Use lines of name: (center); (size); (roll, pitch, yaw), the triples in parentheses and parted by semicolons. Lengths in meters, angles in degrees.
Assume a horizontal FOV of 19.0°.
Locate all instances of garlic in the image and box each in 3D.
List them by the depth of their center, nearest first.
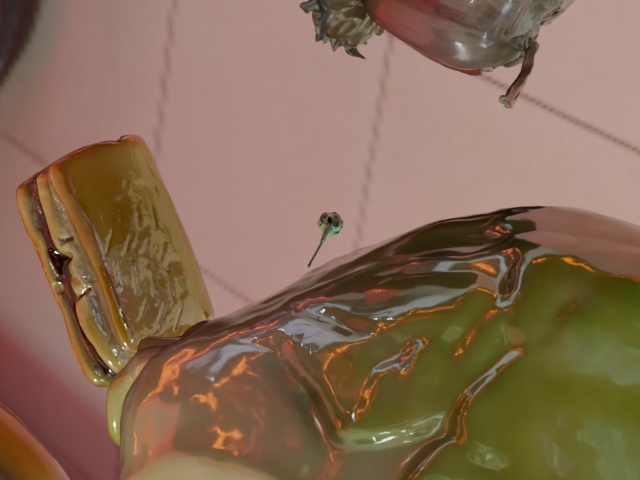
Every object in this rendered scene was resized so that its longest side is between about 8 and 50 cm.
garlic: (0.080, -0.167, 1.346); (0.207, 0.207, 0.256); (-41, 34, 47)

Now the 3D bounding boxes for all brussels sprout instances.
brussels sprout: (0.069, 0.125, 0.830); (0.344, 0.344, 0.268); (-14, 87, 52)

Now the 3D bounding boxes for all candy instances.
candy: (0.000, 0.000, 1.840); (0.023, 0.083, 0.025); (-22, 113, 36)

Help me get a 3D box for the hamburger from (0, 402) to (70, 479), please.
hamburger: (-0.303, 0.256, 1.269); (0.396, 0.277, 0.395); (24, 128, 36)

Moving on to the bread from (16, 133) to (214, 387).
bread: (-0.167, 0.016, 1.588); (0.077, 0.116, 0.200); (-22, 89, 52)
